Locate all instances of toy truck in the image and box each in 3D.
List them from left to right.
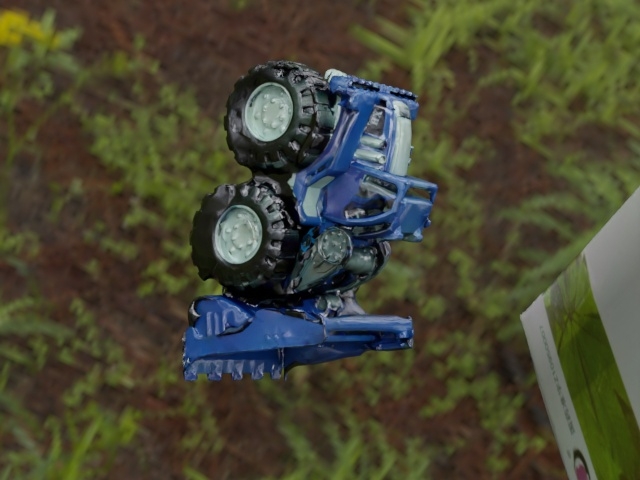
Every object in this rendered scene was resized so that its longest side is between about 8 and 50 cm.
[{"bbox_3d":[0.000,0.000,1.219,0.126,0.208,0.113,21,9,32],"label":"toy truck"}]

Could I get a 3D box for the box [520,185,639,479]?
[{"bbox_3d":[0.223,0.010,0.767,0.200,0.299,0.106,-10,70,-17],"label":"box"}]
